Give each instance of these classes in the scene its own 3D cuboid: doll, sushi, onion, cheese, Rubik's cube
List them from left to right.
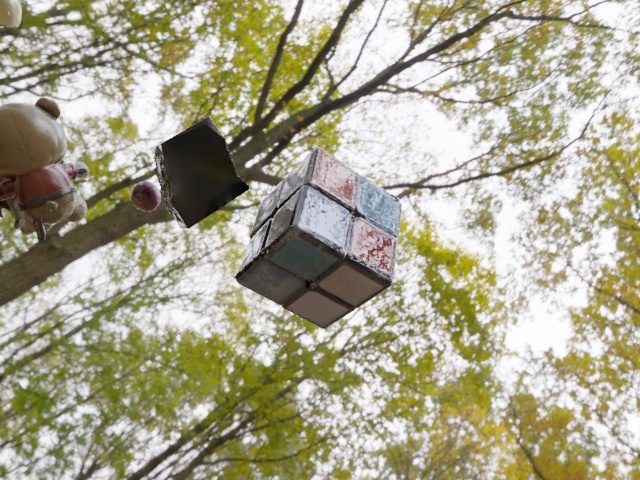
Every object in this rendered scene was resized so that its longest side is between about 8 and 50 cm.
[{"bbox_3d":[-0.841,-0.624,1.425,0.249,0.163,0.071,117,-32,-54],"label":"cheese"},{"bbox_3d":[-0.708,-0.174,1.416,0.174,0.235,0.330,27,-43,67],"label":"doll"},{"bbox_3d":[-0.631,-0.160,2.088,0.115,0.104,0.115,1,-86,14],"label":"onion"},{"bbox_3d":[-0.369,-0.184,1.616,0.212,0.215,0.227,1,-56,61],"label":"sushi"},{"bbox_3d":[0.000,0.000,1.551,0.318,0.313,0.316,31,-44,-21],"label":"Rubik's cube"}]

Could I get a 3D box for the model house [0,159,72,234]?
[{"bbox_3d":[-0.825,-0.178,1.575,0.229,0.219,0.199,44,-25,15],"label":"model house"}]
